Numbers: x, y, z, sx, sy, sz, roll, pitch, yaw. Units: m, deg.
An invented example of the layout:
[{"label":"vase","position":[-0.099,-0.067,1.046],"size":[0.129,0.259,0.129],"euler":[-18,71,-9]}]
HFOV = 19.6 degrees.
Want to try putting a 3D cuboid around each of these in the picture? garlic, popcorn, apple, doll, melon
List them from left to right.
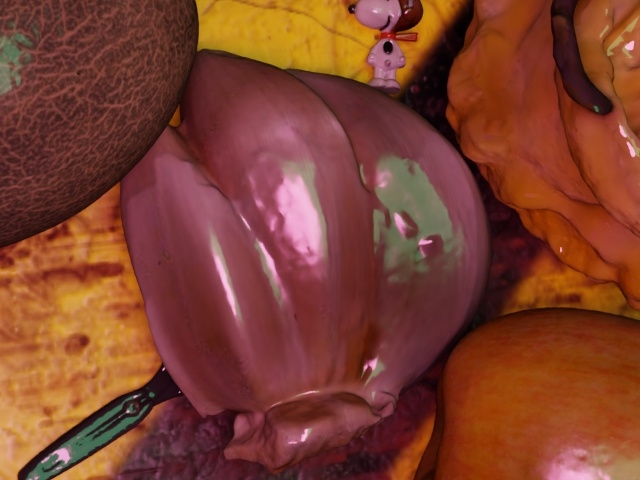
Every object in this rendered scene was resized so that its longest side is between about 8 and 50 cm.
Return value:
[{"label":"melon","position":[-0.228,-0.117,1.263],"size":[0.301,0.237,0.237],"euler":[-29,94,-19]},{"label":"garlic","position":[-0.001,0.000,1.377],"size":[0.279,0.132,0.325],"euler":[-7,86,-28]},{"label":"doll","position":[0.057,-0.160,1.462],"size":[0.058,0.040,0.085],"euler":[-14,85,-6]},{"label":"apple","position":[0.181,0.172,1.365],"size":[0.264,0.264,0.264],"euler":[2,85,-18]},{"label":"popcorn","position":[0.245,-0.113,1.345],"size":[0.349,0.381,0.349],"euler":[-1,87,26]}]

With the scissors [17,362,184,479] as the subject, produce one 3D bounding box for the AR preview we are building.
[{"label":"scissors","position":[-0.132,0.119,1.389],"size":[0.220,0.017,0.088],"euler":[-33,97,-17]}]
